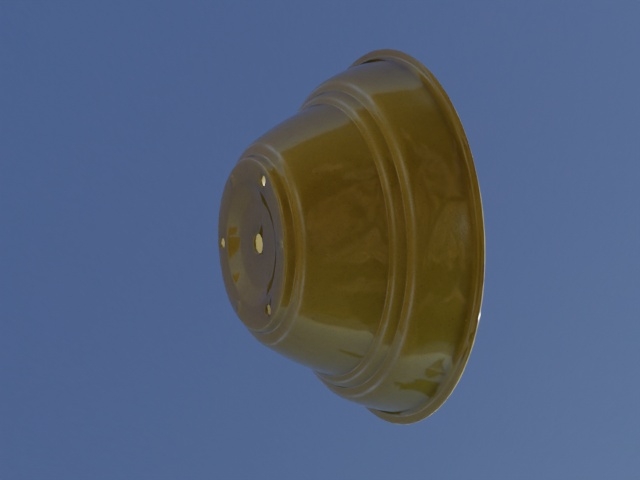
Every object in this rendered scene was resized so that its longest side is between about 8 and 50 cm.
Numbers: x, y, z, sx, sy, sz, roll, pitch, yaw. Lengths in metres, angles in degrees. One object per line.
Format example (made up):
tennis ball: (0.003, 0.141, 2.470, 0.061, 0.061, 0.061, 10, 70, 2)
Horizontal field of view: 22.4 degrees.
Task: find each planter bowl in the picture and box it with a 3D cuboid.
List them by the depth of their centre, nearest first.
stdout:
planter bowl: (0.000, 0.000, 0.919, 0.090, 0.217, 0.217, -3, -104, -26)
